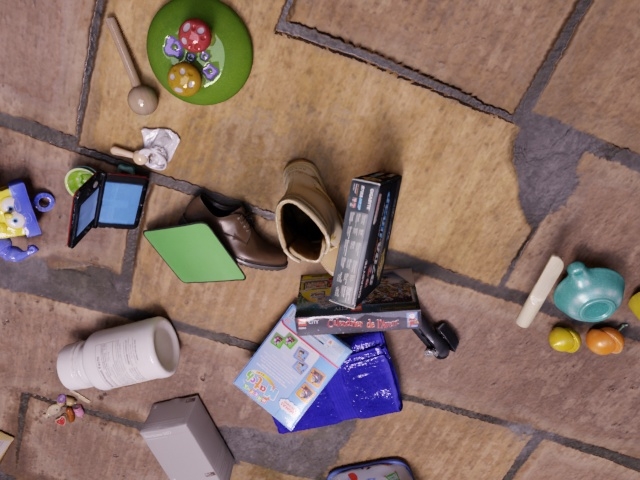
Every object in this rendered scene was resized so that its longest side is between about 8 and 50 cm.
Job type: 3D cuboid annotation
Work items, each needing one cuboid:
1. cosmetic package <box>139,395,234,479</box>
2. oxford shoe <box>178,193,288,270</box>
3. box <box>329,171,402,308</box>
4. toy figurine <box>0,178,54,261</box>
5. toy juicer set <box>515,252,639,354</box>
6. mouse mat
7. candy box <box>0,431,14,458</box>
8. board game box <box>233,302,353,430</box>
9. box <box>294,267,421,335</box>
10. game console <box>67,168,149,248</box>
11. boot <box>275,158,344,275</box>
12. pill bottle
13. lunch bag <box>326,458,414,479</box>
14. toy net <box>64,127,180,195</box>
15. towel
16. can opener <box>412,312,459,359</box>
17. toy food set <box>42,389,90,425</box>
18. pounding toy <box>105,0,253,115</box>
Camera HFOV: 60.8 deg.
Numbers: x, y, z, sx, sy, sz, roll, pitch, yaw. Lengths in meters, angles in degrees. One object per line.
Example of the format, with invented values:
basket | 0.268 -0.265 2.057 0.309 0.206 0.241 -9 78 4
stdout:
cosmetic package | -0.313 0.496 1.308 0.127 0.107 0.237 -16 118 14
oxford shoe | -0.155 -0.015 1.057 0.227 0.082 0.096 29 112 -11
box | 0.084 -0.009 0.974 0.051 0.175 0.220 15 105 18
toy figurine | -0.636 -0.082 1.046 0.217 0.191 0.362 -17 110 -23
toy juicer set | 0.516 0.132 1.104 0.329 0.089 0.209 22 129 -17
mouse mat | -0.248 0.028 1.070 0.190 0.007 0.152 -6 129 34
candy box | -0.954 0.501 1.346 0.317 0.087 0.183 32 114 -12
board game box | -0.058 0.264 1.148 0.160 0.039 0.211 38 92 8
box | 0.072 0.117 1.069 0.233 0.159 0.044 -4 116 5
game console | -0.395 -0.052 1.014 0.085 0.124 0.144 25 129 -5
boot | 0.000 0.000 0.988 0.095 0.203 0.261 -19 114 12
pill bottle | -0.434 0.250 1.174 0.230 0.131 0.131 -14 115 10
lunch bag | 0.155 0.700 1.383 0.243 0.115 0.303 -16 114 8
toy net | -0.360 -0.126 1.031 0.232 0.045 0.122 -25 112 14
towel | 0.019 0.331 1.224 0.309 0.076 0.227 -14 114 9
can opener | 0.218 0.185 1.162 0.186 0.073 0.059 45 149 -15
toy food set | -0.617 0.415 1.326 0.078 0.019 0.122 39 112 -16
pounding toy | -0.235 -0.300 0.903 0.237 0.110 0.182 -10 115 7
